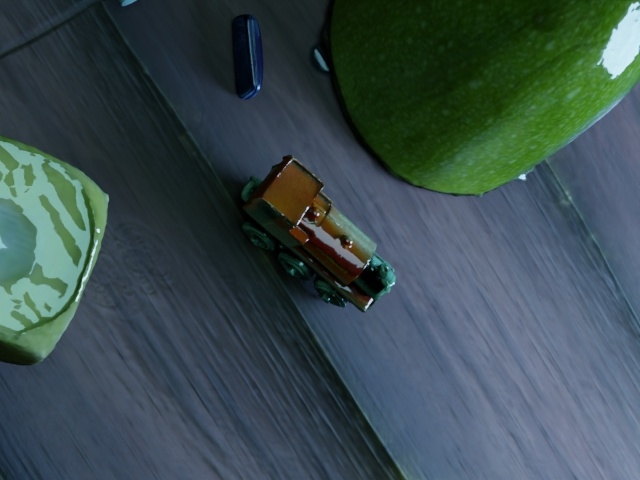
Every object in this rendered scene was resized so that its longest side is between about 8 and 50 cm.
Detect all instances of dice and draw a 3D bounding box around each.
[{"bbox_3d":[-0.292,0.006,1.351,0.169,0.169,0.166,25,75,-19],"label":"dice"}]

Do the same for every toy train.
[{"bbox_3d":[0.000,0.000,1.505,0.176,0.118,0.074,41,72,-11],"label":"toy train"}]

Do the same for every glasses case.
[{"bbox_3d":[-0.069,-0.182,1.546,0.023,0.033,0.083,-2,84,-34],"label":"glasses case"}]

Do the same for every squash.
[{"bbox_3d":[0.200,-0.211,1.516,0.310,0.309,0.310,3,83,-23],"label":"squash"}]

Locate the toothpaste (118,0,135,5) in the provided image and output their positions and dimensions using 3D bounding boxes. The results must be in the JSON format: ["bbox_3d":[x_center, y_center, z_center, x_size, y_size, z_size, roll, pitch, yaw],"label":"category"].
[{"bbox_3d":[-0.230,-0.320,1.498,0.056,0.036,0.205,-31,91,-26],"label":"toothpaste"}]
